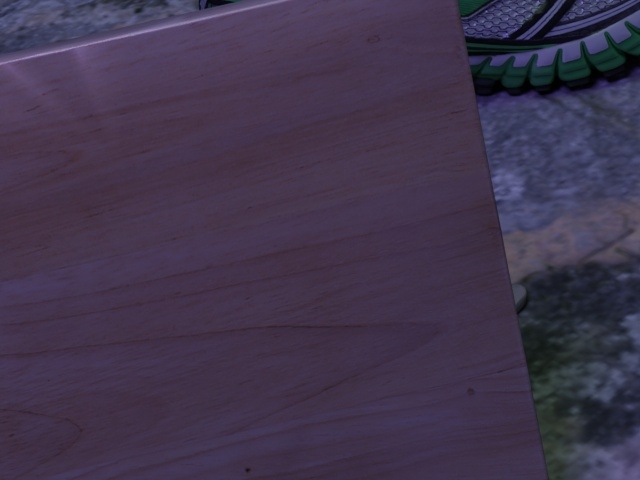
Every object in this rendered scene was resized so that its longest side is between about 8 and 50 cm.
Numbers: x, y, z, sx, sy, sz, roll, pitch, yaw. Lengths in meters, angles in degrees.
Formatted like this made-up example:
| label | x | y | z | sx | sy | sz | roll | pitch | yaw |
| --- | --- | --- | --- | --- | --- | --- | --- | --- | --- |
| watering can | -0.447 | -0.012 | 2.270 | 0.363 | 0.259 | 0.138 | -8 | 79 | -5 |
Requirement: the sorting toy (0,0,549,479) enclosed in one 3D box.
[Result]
| label | x | y | z | sx | sy | sz | roll | pitch | yaw |
| --- | --- | --- | --- | --- | --- | --- | --- | --- | --- |
| sorting toy | -0.052 | 0.028 | 0.779 | 0.257 | 0.255 | 0.089 | -13 | 17 | 0 |

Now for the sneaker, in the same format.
| label | x | y | z | sx | sy | sz | roll | pitch | yaw |
| --- | --- | --- | --- | --- | --- | --- | --- | --- | --- |
| sneaker | 0.091 | -0.167 | 1.116 | 0.343 | 0.146 | 0.134 | -17 | 33 | -9 |

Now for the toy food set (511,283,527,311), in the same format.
| label | x | y | z | sx | sy | sz | roll | pitch | yaw |
| --- | --- | --- | --- | --- | --- | --- | --- | --- | --- |
| toy food set | 0.000 | 0.000 | 0.957 | 0.128 | 0.071 | 0.218 | -35 | 39 | -31 |
